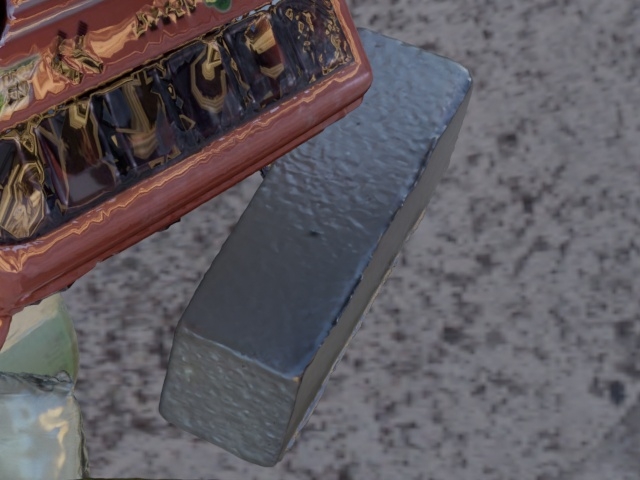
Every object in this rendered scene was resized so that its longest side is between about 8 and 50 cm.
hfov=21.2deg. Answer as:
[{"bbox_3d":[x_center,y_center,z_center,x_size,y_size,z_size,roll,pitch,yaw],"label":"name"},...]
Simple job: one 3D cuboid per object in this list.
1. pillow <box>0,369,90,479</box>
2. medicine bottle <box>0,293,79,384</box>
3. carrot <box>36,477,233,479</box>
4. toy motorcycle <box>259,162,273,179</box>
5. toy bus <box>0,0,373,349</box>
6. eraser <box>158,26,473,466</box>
[{"bbox_3d":[-0.283,0.156,1.329,0.051,0.229,0.128,-34,122,-64],"label":"pillow"},{"bbox_3d":[-0.446,0.155,1.591,0.406,0.235,0.236,-36,105,-38],"label":"medicine bottle"},{"bbox_3d":[-0.011,0.121,0.747,0.254,0.049,0.049,6,83,-11],"label":"carrot"},{"bbox_3d":[-0.021,-0.107,1.883,0.190,0.074,0.106,7,78,-65],"label":"toy motorcycle"},{"bbox_3d":[-0.168,-0.092,1.100,0.427,0.203,0.233,-35,101,-46],"label":"toy bus"},{"bbox_3d":[0.000,0.000,1.331,0.111,0.077,0.352,23,66,17],"label":"eraser"}]
